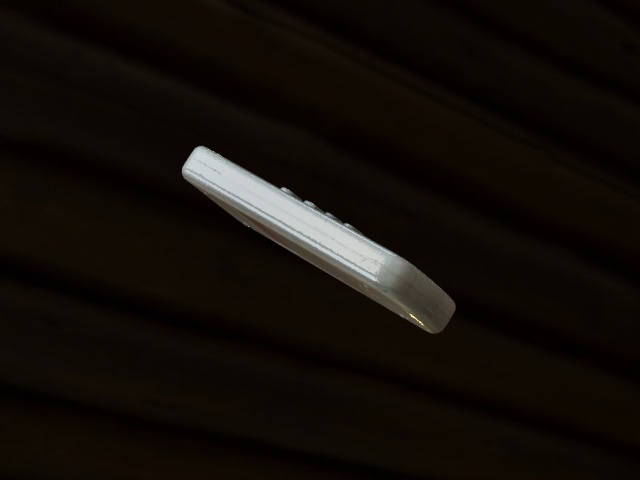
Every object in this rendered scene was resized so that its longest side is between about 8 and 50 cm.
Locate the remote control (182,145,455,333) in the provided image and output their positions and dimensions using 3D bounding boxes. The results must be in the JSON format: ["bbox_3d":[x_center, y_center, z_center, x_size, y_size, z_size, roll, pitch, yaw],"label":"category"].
[{"bbox_3d":[0.000,0.000,1.169,0.029,0.190,0.087,-57,-36,-4],"label":"remote control"}]
